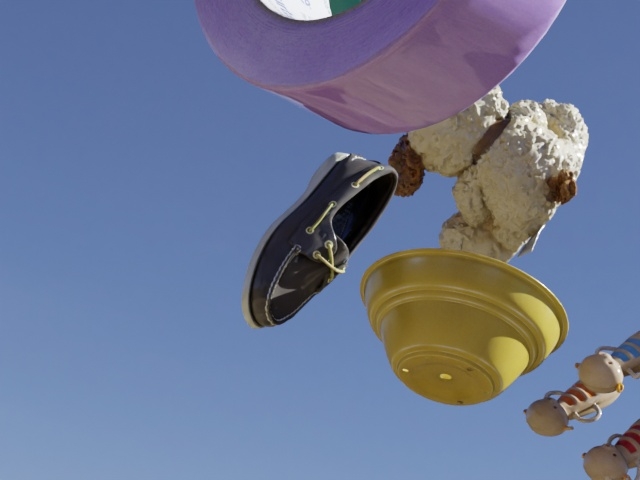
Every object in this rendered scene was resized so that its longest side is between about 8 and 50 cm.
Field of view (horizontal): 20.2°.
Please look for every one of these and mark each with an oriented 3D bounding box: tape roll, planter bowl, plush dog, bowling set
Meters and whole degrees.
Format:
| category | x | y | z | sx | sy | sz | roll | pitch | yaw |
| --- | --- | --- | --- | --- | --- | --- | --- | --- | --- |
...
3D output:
| category | x | y | z | sx | sy | sz | roll | pitch | yaw |
| --- | --- | --- | --- | --- | --- | --- | --- | --- | --- |
| tape roll | 0.042 | -0.210 | 1.147 | 0.275 | 0.274 | 0.090 | -4 | -19 | 43 |
| planter bowl | 0.135 | 0.105 | 1.812 | 0.217 | 0.090 | 0.217 | 13 | -33 | 8 |
| plush dog | 0.209 | -0.113 | 2.273 | 0.225 | 0.262 | 0.210 | 36 | -6 | -3 |
| bowling set | 0.330 | 0.151 | 1.817 | 0.154 | 0.199 | 0.287 | -23 | 32 | -36 |

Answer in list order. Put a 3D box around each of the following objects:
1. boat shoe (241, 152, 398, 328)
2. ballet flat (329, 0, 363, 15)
| category | x | y | z | sx | sy | sz | roll | pitch | yaw |
| --- | --- | --- | --- | --- | --- | --- | --- | --- | --- |
| boat shoe | 0.000 | 0.000 | 1.799 | 0.069 | 0.227 | 0.081 | 10 | -38 | 34 |
| ballet flat | -0.028 | -0.450 | 2.033 | 0.164 | 0.482 | 0.182 | -16 | 7 | 9 |
